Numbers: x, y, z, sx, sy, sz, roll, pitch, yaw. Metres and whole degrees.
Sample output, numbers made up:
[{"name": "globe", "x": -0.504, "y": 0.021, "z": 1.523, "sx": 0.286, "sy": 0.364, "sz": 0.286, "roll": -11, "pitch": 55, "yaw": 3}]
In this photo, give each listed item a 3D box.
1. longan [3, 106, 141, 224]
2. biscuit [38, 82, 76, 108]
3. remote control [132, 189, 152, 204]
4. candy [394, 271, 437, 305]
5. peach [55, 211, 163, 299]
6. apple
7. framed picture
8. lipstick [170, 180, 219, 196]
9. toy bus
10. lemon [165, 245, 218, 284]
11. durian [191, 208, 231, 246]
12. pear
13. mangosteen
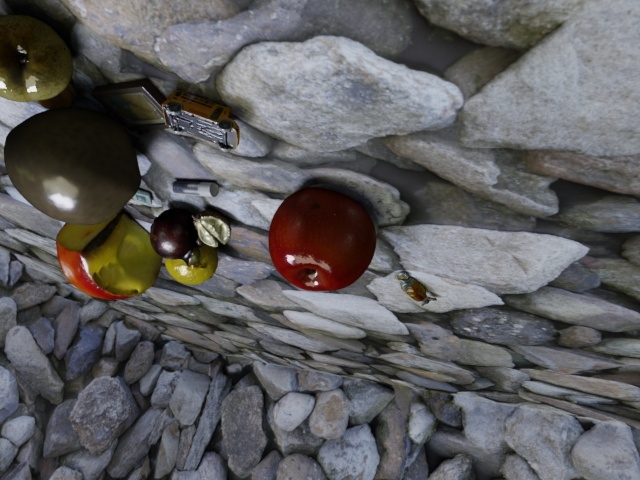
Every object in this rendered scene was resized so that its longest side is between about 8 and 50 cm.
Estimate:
[{"name": "longan", "x": -0.565, "y": -0.172, "z": 1.200, "sx": 0.288, "sy": 0.288, "sz": 0.350, "roll": 27, "pitch": 180, "yaw": -17}, {"name": "biscuit", "x": -0.637, "y": -0.373, "z": 1.125, "sx": 0.184, "sy": 0.035, "sz": 0.249, "roll": 6, "pitch": 153, "yaw": 28}, {"name": "remote control", "x": -0.593, "y": -0.152, "z": 1.566, "sx": 0.162, "sy": 0.029, "sz": 0.061, "roll": 16, "pitch": 158, "yaw": -5}, {"name": "candy", "x": 0.284, "y": 0.151, "z": 1.547, "sx": 0.182, "sy": 0.046, "sz": 0.053, "roll": 37, "pitch": 148, "yaw": -30}, {"name": "peach", "x": -0.755, "y": 0.051, "z": 1.795, "sx": 0.243, "sy": 0.306, "sz": 0.380, "roll": 4, "pitch": 157, "yaw": 15}, {"name": "apple", "x": 0.000, "y": 0.000, "z": 1.236, "sx": 0.261, "sy": 0.216, "sz": 0.260, "roll": 14, "pitch": 152, "yaw": 8}, {"name": "framed picture", "x": -0.403, "y": -0.294, "z": 1.136, "sx": 0.169, "sy": 0.023, "sz": 0.128, "roll": 4, "pitch": 152, "yaw": 31}, {"name": "lipstick", "x": -0.343, "y": -0.141, "z": 1.394, "sx": 0.141, "sy": 0.040, "sz": 0.040, "roll": 7, "pitch": 153, "yaw": 27}, {"name": "toy bus", "x": -0.236, "y": -0.247, "z": 1.055, "sx": 0.162, "sy": 0.074, "sz": 0.069, "roll": 20, "pitch": 148, "yaw": 3}, {"name": "lemon", "x": -0.431, "y": 0.064, "z": 1.722, "sx": 0.173, "sy": 0.173, "sz": 0.206, "roll": 33, "pitch": 179, "yaw": -27}, {"name": "durian", "x": -0.328, "y": -0.049, "z": 1.531, "sx": 0.110, "sy": 0.071, "sz": 0.140, "roll": -36, "pitch": 126, "yaw": 18}, {"name": "pear", "x": -0.564, "y": -0.345, "z": 0.983, "sx": 0.167, "sy": 0.167, "sz": 0.137, "roll": 32, "pitch": 174, "yaw": -27}, {"name": "mangosteen", "x": -0.429, "y": -0.010, "z": 1.570, "sx": 0.184, "sy": 0.172, "sz": 0.172, "roll": 43, "pitch": 154, "yaw": 0}]
